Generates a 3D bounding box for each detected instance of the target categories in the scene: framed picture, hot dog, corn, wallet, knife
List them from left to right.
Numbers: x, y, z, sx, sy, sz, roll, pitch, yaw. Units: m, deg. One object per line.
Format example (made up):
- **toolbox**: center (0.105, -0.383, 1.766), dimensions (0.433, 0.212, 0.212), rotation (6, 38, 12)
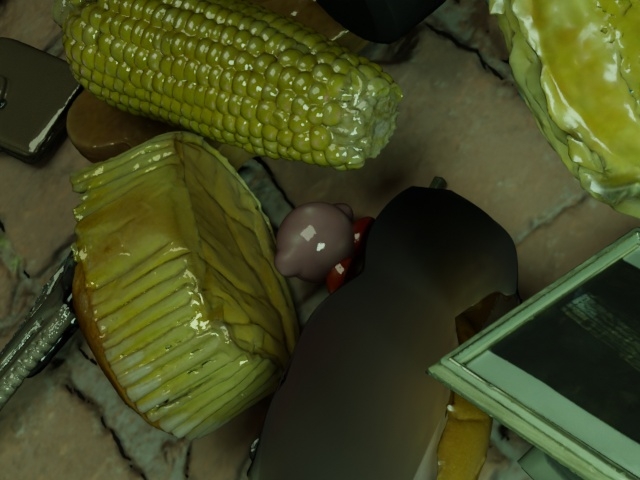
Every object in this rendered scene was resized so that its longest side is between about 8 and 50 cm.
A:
- **knife**: center (-0.303, 0.150, 1.685), dimensions (0.365, 0.043, 0.089), rotation (-52, 17, -3)
- **wallet**: center (-0.297, -0.138, 1.854), dimensions (0.152, 0.039, 0.118), rotation (23, 74, 37)
- **corn**: center (-0.091, -0.147, 1.616), dimensions (0.347, 0.130, 0.130), rotation (24, 76, 29)
- **hot dog**: center (0.069, 0.132, 1.433), dimensions (0.194, 0.107, 0.326), rotation (24, 67, 28)
- **framed picture**: center (0.254, 0.100, 1.312), dimensions (0.231, 0.018, 0.293), rotation (-32, 46, -30)

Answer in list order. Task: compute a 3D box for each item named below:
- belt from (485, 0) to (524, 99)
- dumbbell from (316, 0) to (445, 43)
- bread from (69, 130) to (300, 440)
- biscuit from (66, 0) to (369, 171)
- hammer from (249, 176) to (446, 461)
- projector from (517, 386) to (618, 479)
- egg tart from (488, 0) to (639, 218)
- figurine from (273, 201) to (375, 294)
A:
- **belt**: center (0.248, -0.211, 1.496), dimensions (0.207, 0.150, 0.257), rotation (30, 80, 34)
- **dumbbell**: center (0.112, -0.334, 1.588), dimensions (0.322, 0.204, 0.204), rotation (-40, 49, -7)
- **bread**: center (-0.115, 0.037, 1.550), dimensions (0.133, 0.179, 0.250), rotation (-33, 53, 20)
- **biscuit**: center (-0.070, -0.182, 1.734), dimensions (0.275, 0.052, 0.355), rotation (34, 82, 35)
- **hammer**: center (0.030, 0.067, 1.533), dimensions (0.029, 0.058, 0.292), rotation (19, 69, 32)
- **projector**: center (0.201, 0.163, 1.344), dimensions (0.082, 0.083, 0.083), rotation (-45, 49, 0)
- **egg tart**: center (0.298, -0.188, 1.315), dimensions (0.388, 0.388, 0.169), rotation (-59, 17, -11)
- **figurine**: center (0.000, 0.000, 1.574), dimensions (0.071, 0.067, 0.083), rotation (20, 56, 17)
